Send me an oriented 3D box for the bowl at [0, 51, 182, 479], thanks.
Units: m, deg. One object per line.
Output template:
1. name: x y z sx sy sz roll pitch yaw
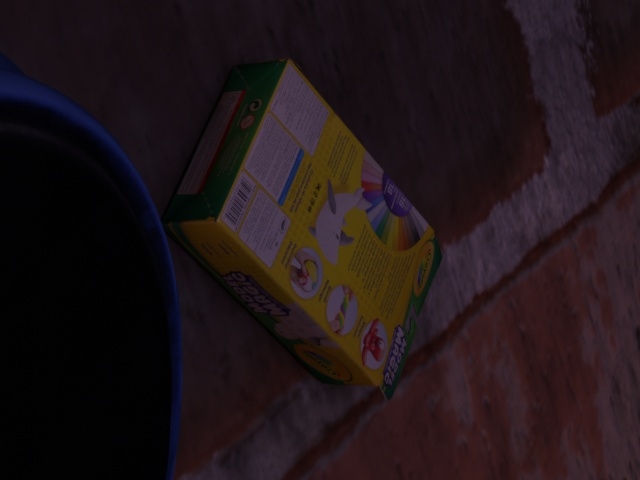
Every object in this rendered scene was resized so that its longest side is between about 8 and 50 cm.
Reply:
1. bowl: -0.158 0.121 0.433 0.391 0.077 0.391 -53 153 -42

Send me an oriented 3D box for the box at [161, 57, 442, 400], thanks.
1. box: 0.000 0.000 0.818 0.179 0.043 0.105 47 54 -38
